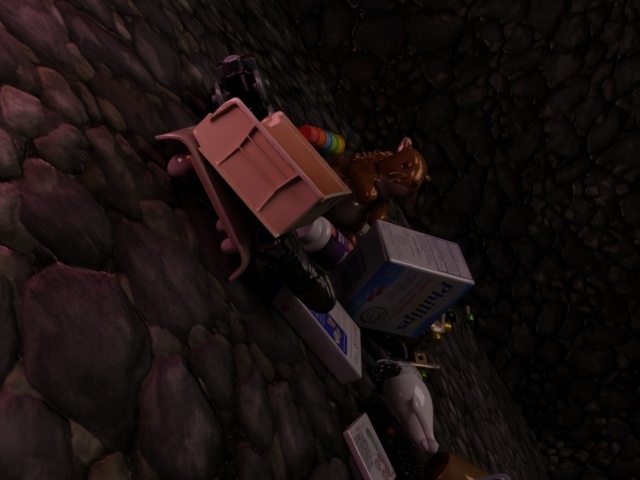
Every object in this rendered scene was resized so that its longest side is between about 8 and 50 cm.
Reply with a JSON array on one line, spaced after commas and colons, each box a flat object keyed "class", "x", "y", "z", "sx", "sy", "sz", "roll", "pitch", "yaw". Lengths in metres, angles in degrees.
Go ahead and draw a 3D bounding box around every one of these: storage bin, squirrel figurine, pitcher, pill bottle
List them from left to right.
[{"class": "storage bin", "x": -0.088, "y": -0.149, "z": 1.147, "sx": 0.260, "sy": 0.123, "sz": 0.262, "roll": 50, "pitch": 15, "yaw": 3}, {"class": "pill bottle", "x": 0.000, "y": 0.000, "z": 1.559, "sx": 0.193, "sy": 0.108, "sz": 0.108, "roll": 41, "pitch": 25, "yaw": -48}, {"class": "squirrel figurine", "x": 0.176, "y": -0.214, "z": 1.965, "sx": 0.281, "sy": 0.370, "sz": 0.397, "roll": 52, "pitch": 18, "yaw": -25}, {"class": "pitcher", "x": 0.238, "y": 0.442, "z": 1.460, "sx": 0.177, "sy": 0.126, "sz": 0.207, "roll": 105, "pitch": -29, "yaw": -65}]

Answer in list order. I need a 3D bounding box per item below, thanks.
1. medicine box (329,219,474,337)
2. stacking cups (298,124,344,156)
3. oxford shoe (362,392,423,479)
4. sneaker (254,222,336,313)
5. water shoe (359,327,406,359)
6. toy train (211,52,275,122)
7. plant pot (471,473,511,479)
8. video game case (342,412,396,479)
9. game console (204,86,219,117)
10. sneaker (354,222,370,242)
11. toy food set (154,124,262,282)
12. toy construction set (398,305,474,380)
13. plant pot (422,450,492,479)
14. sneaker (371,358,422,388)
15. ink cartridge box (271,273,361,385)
[{"class": "medicine box", "x": 0.209, "y": 0.112, "z": 1.547, "sx": 0.289, "sy": 0.263, "sz": 0.149, "roll": 16, "pitch": 41, "yaw": -27}, {"class": "stacking cups", "x": -0.004, "y": -0.384, "z": 2.241, "sx": 0.096, "sy": 0.096, "sz": 0.316, "roll": 63, "pitch": 22, "yaw": 8}, {"class": "oxford shoe", "x": 0.186, "y": 0.468, "z": 1.387, "sx": 0.227, "sy": 0.083, "sz": 0.096, "roll": 65, "pitch": 13, "yaw": 9}, {"class": "sneaker", "x": -0.058, "y": 0.055, "z": 1.144, "sx": 0.227, "sy": 0.087, "sz": 0.130, "roll": 60, "pitch": 20, "yaw": 4}, {"class": "water shoe", "x": 0.170, "y": 0.254, "z": 1.625, "sx": 0.203, "sy": 0.073, "sz": 0.080, "roll": 44, "pitch": -4, "yaw": -7}, {"class": "toy train", "x": -0.168, "y": -0.308, "z": 1.444, "sx": 0.190, "sy": 0.142, "sz": 0.334, "roll": -102, "pitch": 175, "yaw": -60}, {"class": "plant pot", "x": 0.314, "y": 0.675, "z": 1.171, "sx": 0.247, "sy": 0.248, "sz": 0.252, "roll": -97, "pitch": 167, "yaw": -53}, {"class": "video game case", "x": 0.110, "y": 0.472, "z": 1.264, "sx": 0.157, "sy": 0.019, "sz": 0.143, "roll": 64, "pitch": 17, "yaw": 9}, {"class": "game console", "x": -0.242, "y": -0.331, "z": 1.454, "sx": 0.071, "sy": 0.107, "sz": 0.122, "roll": 15, "pitch": 23, "yaw": -1}, {"class": "sneaker", "x": 0.151, "y": 0.001, "z": 2.056, "sx": 0.121, "sy": 0.099, "sz": 0.262, "roll": 48, "pitch": 12, "yaw": -14}, {"class": "toy food set", "x": -0.209, "y": -0.088, "z": 1.165, "sx": 0.220, "sy": 0.092, "sz": 0.306, "roll": -61, "pitch": 128, "yaw": -71}, {"class": "toy construction set", "x": 0.298, "y": 0.294, "z": 1.801, "sx": 0.309, "sy": 0.257, "sz": 0.237, "roll": 32, "pitch": 44, "yaw": -32}, {"class": "plant pot", "x": 0.361, "y": 0.648, "z": 1.406, "sx": 0.254, "sy": 0.237, "sz": 0.237, "roll": 47, "pitch": 17, "yaw": 1}, {"class": "sneaker", "x": 0.204, "y": 0.375, "z": 1.623, "sx": 0.086, "sy": 0.085, "sz": 0.237, "roll": 30, "pitch": 0, "yaw": 41}, {"class": "ink cartridge box", "x": -0.022, "y": 0.150, "z": 1.327, "sx": 0.371, "sy": 0.069, "sz": 0.175, "roll": 56, "pitch": 18, "yaw": -25}]
